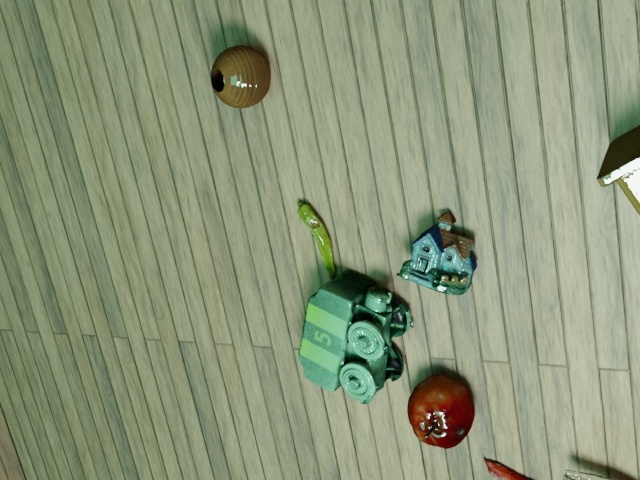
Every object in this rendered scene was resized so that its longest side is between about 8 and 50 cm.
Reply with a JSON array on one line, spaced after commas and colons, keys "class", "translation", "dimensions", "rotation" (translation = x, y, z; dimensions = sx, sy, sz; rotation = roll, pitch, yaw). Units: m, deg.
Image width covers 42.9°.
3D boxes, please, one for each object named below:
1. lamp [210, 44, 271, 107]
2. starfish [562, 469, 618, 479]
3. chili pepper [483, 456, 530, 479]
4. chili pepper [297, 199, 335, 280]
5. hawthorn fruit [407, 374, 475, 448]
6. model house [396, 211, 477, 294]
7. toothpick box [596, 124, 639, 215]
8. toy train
[{"class": "lamp", "translation": [-0.172, -0.356, 1.774], "dimensions": [0.136, 0.136, 0.136], "rotation": [12, 116, 26]}, {"class": "starfish", "translation": [0.746, 0.619, 1.658], "dimensions": [0.384, 0.132, 0.398], "rotation": [-19, 86, 26]}, {"class": "chili pepper", "translation": [0.481, 0.574, 1.839], "dimensions": [0.268, 0.050, 0.059], "rotation": [30, 138, 17]}, {"class": "chili pepper", "translation": [0.001, 0.000, 1.880], "dimensions": [0.049, 0.043, 0.208], "rotation": [-20, 100, 22]}, {"class": "hawthorn fruit", "translation": [0.261, 0.389, 1.801], "dimensions": [0.157, 0.194, 0.157], "rotation": [6, 107, 18]}, {"class": "model house", "translation": [0.256, 0.020, 1.701], "dimensions": [0.148, 0.119, 0.149], "rotation": [19, 111, 22]}, {"class": "toothpick box", "translation": [0.649, -0.060, 1.397], "dimensions": [0.187, 0.190, 0.308], "rotation": [-33, 97, 35]}, {"class": "toy train", "translation": [0.074, 0.224, 1.862], "dimensions": [0.238, 0.167, 0.299], "rotation": [24, 120, 27]}]
